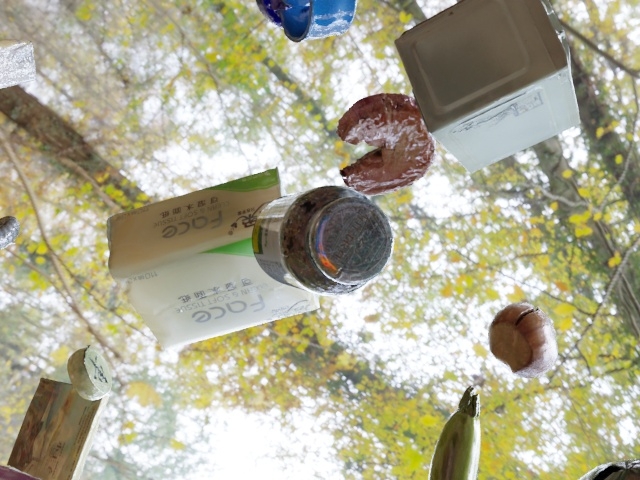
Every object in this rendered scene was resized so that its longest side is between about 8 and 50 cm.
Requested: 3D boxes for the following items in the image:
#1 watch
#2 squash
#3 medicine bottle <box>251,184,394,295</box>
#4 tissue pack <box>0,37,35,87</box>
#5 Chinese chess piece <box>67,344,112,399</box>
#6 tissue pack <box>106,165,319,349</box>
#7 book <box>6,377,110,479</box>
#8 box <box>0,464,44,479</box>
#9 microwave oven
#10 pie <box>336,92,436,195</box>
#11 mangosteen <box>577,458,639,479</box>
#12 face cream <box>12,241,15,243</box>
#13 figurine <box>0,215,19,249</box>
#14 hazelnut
[{"bbox_3d":[-0.018,-0.470,1.273,0.171,0.196,0.200,-26,-149,-17],"label":"watch"},{"bbox_3d":[0.251,0.444,1.309,0.094,0.094,0.341,-3,-109,40],"label":"squash"},{"bbox_3d":[0.000,0.000,0.920,0.141,0.141,0.293,-54,-167,-9],"label":"medicine bottle"},{"bbox_3d":[-0.467,-0.233,0.903,0.148,0.060,0.108,11,-156,24],"label":"tissue pack"},{"bbox_3d":[-0.358,0.207,1.076,0.034,0.084,0.084,-24,-137,4],"label":"Chinese chess piece"},{"bbox_3d":[-0.236,0.051,1.590,0.404,0.332,0.205,-15,-134,4],"label":"tissue pack"},{"bbox_3d":[-0.546,0.394,1.426,0.289,0.026,0.202,-5,-119,44],"label":"book"},{"bbox_3d":[-0.407,0.452,0.971,0.193,0.293,0.168,-147,-100,-82],"label":"box"},{"bbox_3d":[0.269,-0.253,1.087,0.237,0.295,0.181,-23,-104,19],"label":"microwave oven"},{"bbox_3d":[0.126,-0.182,1.334,0.204,0.219,0.054,-20,-142,3],"label":"pie"},{"bbox_3d":[0.535,0.526,1.015,0.382,0.434,0.382,-40,-139,46],"label":"mangosteen"},{"bbox_3d":[-0.702,-0.025,1.157,0.137,0.341,0.084,20,-83,31],"label":"face cream"},{"bbox_3d":[-0.494,0.029,0.635,0.260,0.382,0.186,-3,-93,11],"label":"figurine"},{"bbox_3d":[0.417,0.203,1.412,0.143,0.143,0.154,-34,-111,15],"label":"hazelnut"}]
